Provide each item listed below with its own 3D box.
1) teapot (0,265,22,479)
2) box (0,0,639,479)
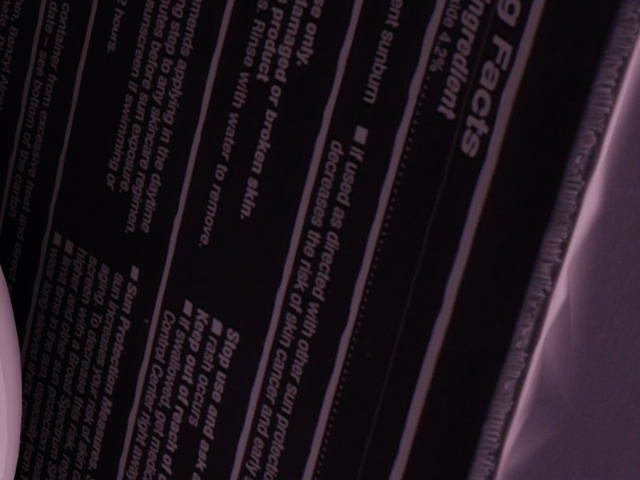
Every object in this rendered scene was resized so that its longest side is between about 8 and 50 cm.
[{"bbox_3d":[-0.163,0.045,0.328,0.256,0.187,0.252,-8,95,-42],"label":"teapot"},{"bbox_3d":[0.000,0.000,0.477,0.183,0.294,0.296,-3,115,-45],"label":"box"}]
